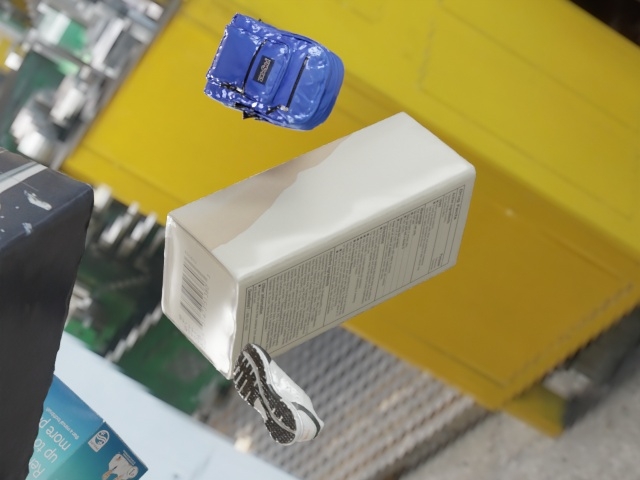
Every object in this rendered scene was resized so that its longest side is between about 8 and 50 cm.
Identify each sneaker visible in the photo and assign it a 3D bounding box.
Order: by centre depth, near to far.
[{"bbox_3d":[-0.036,0.131,1.420,0.040,0.044,0.109,-53,52,27],"label":"sneaker"}]

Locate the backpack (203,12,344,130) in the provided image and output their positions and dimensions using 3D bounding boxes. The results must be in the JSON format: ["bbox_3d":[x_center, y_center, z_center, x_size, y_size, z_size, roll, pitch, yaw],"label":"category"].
[{"bbox_3d":[-0.045,-0.158,1.641,0.098,0.120,0.101,-69,-14,9],"label":"backpack"}]

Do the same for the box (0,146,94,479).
[{"bbox_3d":[-0.477,0.067,1.059,0.472,0.480,0.297,-44,-25,-65],"label":"box"}]

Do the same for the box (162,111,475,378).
[{"bbox_3d":[0.000,0.000,1.716,0.311,0.121,0.148,-24,-39,-32],"label":"box"}]

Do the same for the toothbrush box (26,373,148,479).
[{"bbox_3d":[-0.399,0.308,2.088,0.295,0.126,0.216,-45,45,-11],"label":"toothbrush box"}]
